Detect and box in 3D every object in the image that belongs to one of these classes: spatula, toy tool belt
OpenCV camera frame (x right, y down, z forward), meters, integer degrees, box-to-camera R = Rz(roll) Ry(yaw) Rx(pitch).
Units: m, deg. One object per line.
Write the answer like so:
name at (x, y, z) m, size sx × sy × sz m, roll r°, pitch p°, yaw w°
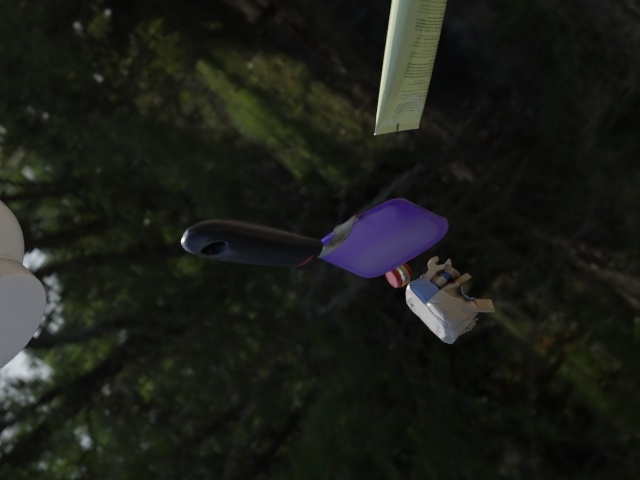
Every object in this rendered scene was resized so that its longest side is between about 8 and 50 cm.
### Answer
spatula at (0.000, 0.000, 0.844) m, size 0.296 × 0.084 × 0.030 m, roll -1°, pitch -117°, yaw -64°
toy tool belt at (0.097, 0.040, 1.061) m, size 0.083 × 0.051 × 0.052 m, roll 46°, pitch 155°, yaw 28°

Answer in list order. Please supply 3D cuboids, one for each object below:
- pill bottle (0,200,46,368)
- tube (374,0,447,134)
pill bottle at (-0.403, -0.012, 1.217) m, size 0.323 × 0.181 × 0.181 m, roll 39°, pitch -177°, yaw 24°
tube at (0.100, -0.232, 1.397) m, size 0.070 × 0.240 × 0.062 m, roll 3°, pitch -163°, yaw -16°
